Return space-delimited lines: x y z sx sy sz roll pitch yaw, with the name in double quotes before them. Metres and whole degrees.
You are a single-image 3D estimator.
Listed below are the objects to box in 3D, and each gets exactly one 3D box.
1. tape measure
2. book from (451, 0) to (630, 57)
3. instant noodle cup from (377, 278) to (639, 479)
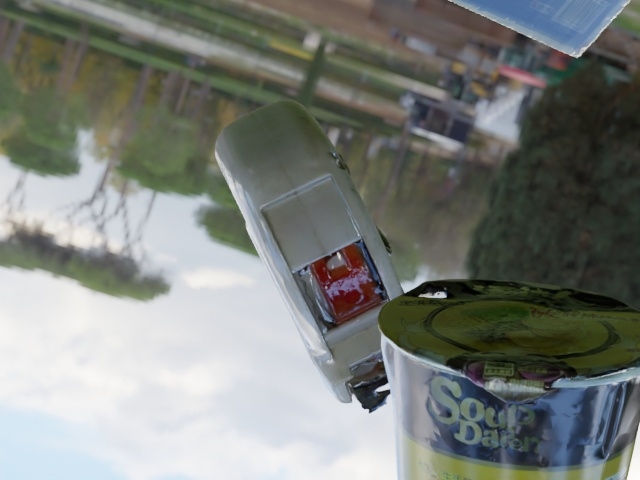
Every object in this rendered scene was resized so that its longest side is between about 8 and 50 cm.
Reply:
"tape measure" 0.000 0.000 1.431 0.258 0.130 0.265 -116 3 -52
"book" 0.259 -0.311 1.233 0.228 0.322 0.018 16 -144 -41
"instant noodle cup" 0.143 0.166 1.052 0.215 0.236 0.215 1 -164 0
